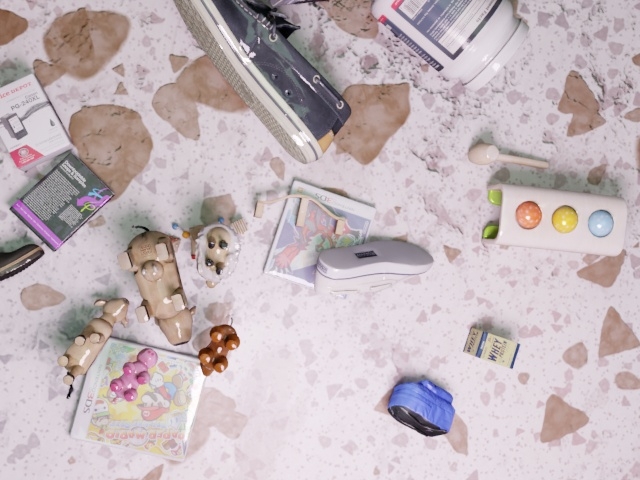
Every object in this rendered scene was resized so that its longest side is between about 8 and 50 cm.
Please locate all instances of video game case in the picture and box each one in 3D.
[{"bbox_3d":[-0.352,0.310,1.428,0.227,0.026,0.206,15,88,-9],"label":"video game case"},{"bbox_3d":[0.000,0.000,1.485,0.183,0.023,0.201,19,88,-9],"label":"video game case"}]

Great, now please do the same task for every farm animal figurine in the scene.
[{"bbox_3d":[-0.314,0.128,1.359,0.330,0.172,0.326,1,94,-5],"label":"farm animal figurine"}]

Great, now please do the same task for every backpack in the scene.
[{"bbox_3d":[0.202,0.337,1.487,0.120,0.098,0.101,28,57,-8],"label":"backpack"}]

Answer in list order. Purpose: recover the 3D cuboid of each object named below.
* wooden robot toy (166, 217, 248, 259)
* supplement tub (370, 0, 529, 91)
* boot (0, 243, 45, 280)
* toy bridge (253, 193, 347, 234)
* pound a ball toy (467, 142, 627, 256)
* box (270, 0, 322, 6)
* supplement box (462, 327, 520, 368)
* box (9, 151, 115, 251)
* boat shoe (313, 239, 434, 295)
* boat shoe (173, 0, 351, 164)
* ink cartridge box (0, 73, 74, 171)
[{"bbox_3d":[-0.224,-0.003,1.420,0.173,0.079,0.076,-9,92,-9],"label":"wooden robot toy"},{"bbox_3d":[0.254,-0.445,1.439,0.272,0.191,0.191,39,84,-8],"label":"supplement tub"},{"bbox_3d":[-0.636,0.017,1.359,0.198,0.077,0.137,-27,89,-9],"label":"boot"},{"bbox_3d":[-0.036,-0.058,1.455,0.188,0.026,0.063,11,87,-10],"label":"toy bridge"},{"bbox_3d":[0.467,-0.084,1.505,0.319,0.136,0.208,6,89,-10],"label":"pound a ball toy"},{"bbox_3d":[-0.083,-0.599,1.364,0.076,0.242,0.307,-26,95,31],"label":"box"},{"bbox_3d":[0.355,0.224,1.514,0.083,0.083,0.056,19,86,-8],"label":"supplement box"},{"bbox_3d":[-0.495,-0.075,1.401,0.162,0.029,0.116,-44,98,-5],"label":"box"},{"bbox_3d":[0.107,0.064,1.458,0.267,0.096,0.088,-8,129,-34],"label":"boat shoe"},{"bbox_3d":[-0.125,-0.378,1.387,0.156,0.187,0.500,-41,103,-8],"label":"boat shoe"},{"bbox_3d":[-0.553,-0.223,1.372,0.109,0.063,0.150,-28,95,-8],"label":"ink cartridge box"}]
